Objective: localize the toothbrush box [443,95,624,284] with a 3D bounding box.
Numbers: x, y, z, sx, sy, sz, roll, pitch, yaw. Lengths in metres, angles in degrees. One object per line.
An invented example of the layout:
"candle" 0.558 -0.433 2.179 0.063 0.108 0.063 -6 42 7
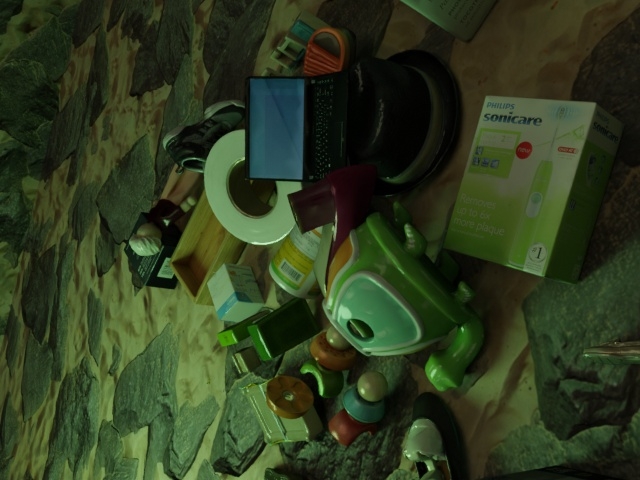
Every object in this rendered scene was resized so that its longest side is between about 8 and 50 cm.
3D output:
"toothbrush box" 0.359 -0.090 1.096 0.206 0.122 0.283 20 94 47

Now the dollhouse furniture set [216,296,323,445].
"dollhouse furniture set" -0.084 0.310 1.508 0.197 0.151 0.301 -23 93 49

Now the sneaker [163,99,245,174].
"sneaker" -0.309 -0.282 1.814 0.268 0.101 0.153 -27 59 5

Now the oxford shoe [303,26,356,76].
"oxford shoe" 0.017 -0.323 1.529 0.130 0.133 0.363 29 121 18

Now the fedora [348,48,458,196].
"fedora" 0.128 -0.266 1.349 0.334 0.152 0.334 -15 69 42

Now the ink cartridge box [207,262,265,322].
"ink cartridge box" -0.225 0.130 1.678 0.090 0.092 0.143 -46 52 29

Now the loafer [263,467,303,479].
"loafer" -0.086 0.554 1.467 0.148 0.050 0.056 -15 66 60

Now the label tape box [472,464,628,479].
"label tape box" 0.331 0.394 0.915 0.348 0.249 0.115 -1 80 46

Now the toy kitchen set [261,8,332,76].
"toy kitchen set" -0.060 -0.440 1.617 0.207 0.122 0.166 -24 40 65

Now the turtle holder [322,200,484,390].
"turtle holder" 0.152 0.107 1.185 0.227 0.320 0.243 -43 32 10

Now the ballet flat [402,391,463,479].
"ballet flat" 0.207 0.411 1.155 0.095 0.096 0.280 -34 58 37

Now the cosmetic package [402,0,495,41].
"cosmetic package" 0.171 -0.654 1.225 0.327 0.394 0.329 -56 46 22

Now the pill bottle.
"pill bottle" 0.000 0.000 1.440 0.245 0.136 0.136 -56 47 21

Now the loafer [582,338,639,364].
"loafer" 0.469 0.169 0.982 0.125 0.045 0.039 -4 61 39

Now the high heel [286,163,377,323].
"high heel" 0.068 0.023 1.308 0.181 0.377 0.127 -22 43 -4

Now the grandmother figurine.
"grandmother figurine" -0.442 -0.103 1.867 0.208 0.104 0.342 -11 46 55

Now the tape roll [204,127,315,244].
"tape roll" -0.139 -0.137 1.553 0.286 0.100 0.286 10 112 27

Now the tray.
"tray" -0.278 -0.044 1.791 0.203 0.076 0.411 45 112 43

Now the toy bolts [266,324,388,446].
"toy bolts" 0.026 0.286 1.291 0.228 0.218 0.158 41 125 31

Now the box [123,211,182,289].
"box" -0.504 0.030 1.984 0.207 0.108 0.153 47 115 42

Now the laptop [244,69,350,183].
"laptop" -0.055 -0.234 1.353 0.264 0.136 0.234 -159 68 -64
